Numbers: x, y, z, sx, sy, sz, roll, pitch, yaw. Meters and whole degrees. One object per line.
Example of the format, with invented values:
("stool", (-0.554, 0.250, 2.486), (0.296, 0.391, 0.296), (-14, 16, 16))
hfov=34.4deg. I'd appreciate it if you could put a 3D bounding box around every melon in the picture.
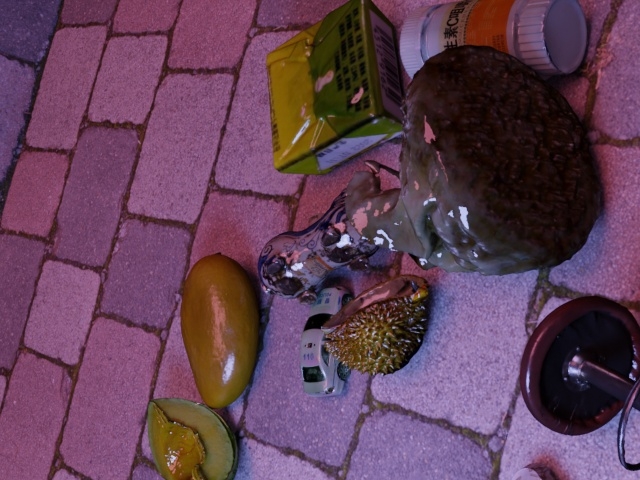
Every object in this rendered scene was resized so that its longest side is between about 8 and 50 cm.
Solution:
("melon", (-0.262, 0.462, 2.195), (0.265, 0.129, 0.169), (50, 140, 29))

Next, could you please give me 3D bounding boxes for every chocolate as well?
("chocolate", (0.034, -0.308, 2.144), (0.288, 0.137, 0.301), (-25, 58, 38))

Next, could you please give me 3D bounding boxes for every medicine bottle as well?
("medicine bottle", (0.310, -0.360, 1.862), (0.318, 0.158, 0.158), (5, 80, 46))

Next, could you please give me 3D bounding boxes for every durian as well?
("durian", (0.128, 0.157, 1.874), (0.237, 0.193, 0.138), (-29, 98, 48))

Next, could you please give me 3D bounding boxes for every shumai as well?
("shumai", (0.249, -0.088, 1.756), (0.348, 0.395, 0.395), (135, 135, -54))

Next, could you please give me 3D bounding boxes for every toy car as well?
("toy car", (0.007, 0.196, 2.038), (0.090, 0.076, 0.224), (-11, 68, 45))

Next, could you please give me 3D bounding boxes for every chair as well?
("chair", (0.436, 0.214, 1.418), (0.401, 0.226, 0.227), (30, 98, 63))

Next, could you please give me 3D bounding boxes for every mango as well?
("mango", (-0.212, 0.184, 2.228), (0.195, 0.142, 0.332), (-31, 63, 40))

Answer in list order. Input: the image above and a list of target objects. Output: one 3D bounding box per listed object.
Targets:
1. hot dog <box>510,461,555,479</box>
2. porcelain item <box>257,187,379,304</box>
("hot dog", (0.362, 0.436, 1.608), (0.099, 0.053, 0.192), (-54, 48, 19))
("porcelain item", (0.000, 0.000, 2.052), (0.288, 0.138, 0.186), (-32, 30, 28))
